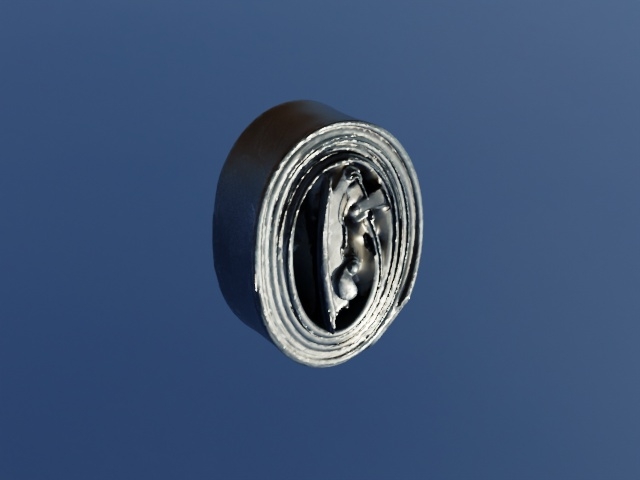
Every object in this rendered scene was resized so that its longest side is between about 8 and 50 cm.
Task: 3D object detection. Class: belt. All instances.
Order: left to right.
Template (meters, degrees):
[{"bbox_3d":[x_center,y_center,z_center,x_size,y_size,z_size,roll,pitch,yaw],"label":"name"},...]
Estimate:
[{"bbox_3d":[0.000,0.000,0.771,0.141,0.190,0.082,-12,-155,-29],"label":"belt"}]
